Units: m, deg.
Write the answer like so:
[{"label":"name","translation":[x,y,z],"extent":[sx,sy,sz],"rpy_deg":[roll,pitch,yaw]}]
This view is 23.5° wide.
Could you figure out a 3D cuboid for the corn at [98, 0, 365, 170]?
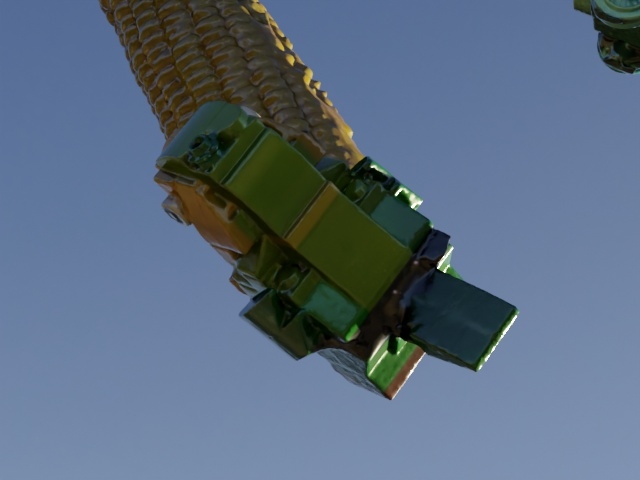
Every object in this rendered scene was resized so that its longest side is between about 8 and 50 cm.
[{"label":"corn","translation":[-0.061,-0.099,1.084],"extent":[0.120,0.363,0.120],"rpy_deg":[-24,-26,-12]}]

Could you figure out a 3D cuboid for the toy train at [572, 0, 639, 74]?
[{"label":"toy train","translation":[0.342,-0.226,1.413],"extent":[0.203,0.163,0.112],"rpy_deg":[26,-16,22]}]

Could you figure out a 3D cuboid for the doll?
[{"label":"doll","translation":[-0.002,0.001,0.793],"extent":[0.186,0.106,0.134],"rpy_deg":[39,-13,-5]}]
